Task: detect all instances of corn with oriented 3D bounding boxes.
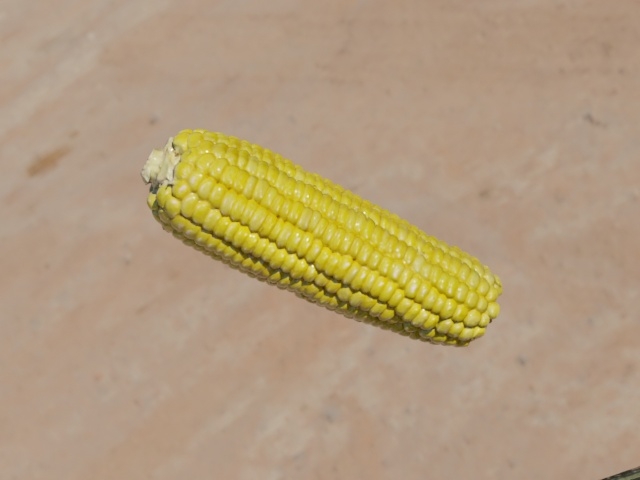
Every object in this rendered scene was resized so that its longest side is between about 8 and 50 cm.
[{"bbox_3d":[0.000,0.000,0.900,0.067,0.206,0.067,-59,16,28],"label":"corn"}]

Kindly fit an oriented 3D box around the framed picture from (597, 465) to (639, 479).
[{"bbox_3d":[0.102,0.276,0.988,0.265,0.347,0.016,-11,40,-37],"label":"framed picture"}]
